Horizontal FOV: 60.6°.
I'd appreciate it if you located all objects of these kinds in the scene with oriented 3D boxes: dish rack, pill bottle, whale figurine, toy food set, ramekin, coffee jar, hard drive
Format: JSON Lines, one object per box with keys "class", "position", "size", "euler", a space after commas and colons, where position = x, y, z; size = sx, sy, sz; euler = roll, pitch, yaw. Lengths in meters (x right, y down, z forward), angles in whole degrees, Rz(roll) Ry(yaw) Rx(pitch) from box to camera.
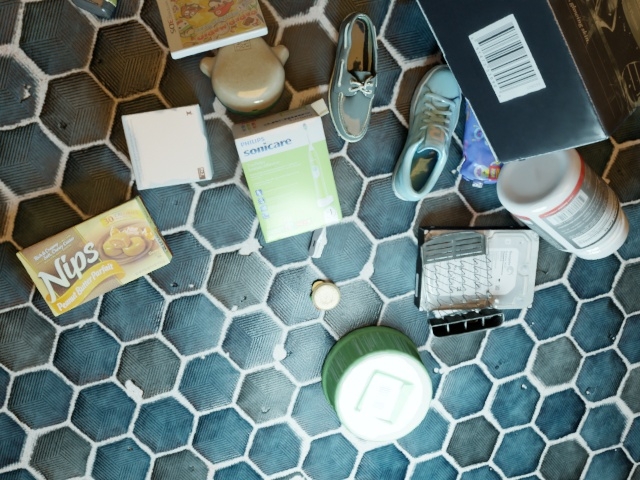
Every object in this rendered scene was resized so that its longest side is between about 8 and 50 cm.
{"class": "dish rack", "position": [0.375, 0.113, 1.475], "size": [0.208, 0.074, 0.271], "euler": [-10, 103, -7]}
{"class": "pill bottle", "position": [0.638, -0.093, 1.421], "size": [0.363, 0.210, 0.210], "euler": [28, 97, -36]}
{"class": "whale figurine", "position": [-0.183, -0.431, 1.333], "size": [0.216, 0.141, 0.272], "euler": [-13, 79, -5]}
{"class": "toy food set", "position": [0.014, 0.155, 1.522], "size": [0.083, 0.020, 0.082], "euler": [7, 101, -10]}
{"class": "ramekin", "position": [0.162, 0.406, 1.529], "size": [0.303, 0.148, 0.303], "euler": [-2, 102, -8]}
{"class": "coffee jar", "position": [-0.501, -0.613, 1.257], "size": [0.096, 0.079, 0.184], "euler": [20, 97, -14]}
{"class": "hard drive", "position": [0.440, 0.078, 1.547], "size": [0.339, 0.064, 0.236], "euler": [0, 102, -9]}

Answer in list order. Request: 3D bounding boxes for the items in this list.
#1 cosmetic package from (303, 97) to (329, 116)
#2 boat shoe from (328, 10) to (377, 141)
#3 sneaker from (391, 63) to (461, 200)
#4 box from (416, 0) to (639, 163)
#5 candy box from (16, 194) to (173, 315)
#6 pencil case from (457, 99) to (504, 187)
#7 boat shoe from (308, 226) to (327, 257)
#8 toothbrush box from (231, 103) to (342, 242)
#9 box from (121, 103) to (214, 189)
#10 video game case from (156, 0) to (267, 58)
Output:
{"class": "cosmetic package", "position": [-0.040, -0.318, 1.396], "size": [0.115, 0.060, 0.041], "euler": [-27, 106, -1]}
{"class": "boat shoe", "position": [0.086, -0.408, 1.375], "size": [0.116, 0.099, 0.319], "euler": [1, 101, -9]}
{"class": "sneaker", "position": [0.293, -0.271, 1.408], "size": [0.135, 0.150, 0.366], "euler": [11, 100, -11]}
{"class": "box", "position": [0.539, -0.512, 1.240], "size": [0.472, 0.297, 0.480], "euler": [-40, 106, -27]}
{"class": "candy box", "position": [-0.559, 0.035, 1.378], "size": [0.316, 0.087, 0.183], "euler": [-25, 104, -2]}
{"class": "pencil case", "position": [0.434, -0.296, 1.440], "size": [0.133, 0.119, 0.306], "euler": [1, 102, 2]}
{"class": "boat shoe", "position": [0.000, 0.000, 1.484], "size": [0.035, 0.035, 0.100], "euler": [12, 97, -38]}
{"class": "toothbrush box", "position": [-0.080, -0.164, 1.357], "size": [0.206, 0.122, 0.283], "euler": [-17, 121, -5]}
{"class": "box", "position": [-0.365, -0.229, 1.336], "size": [0.182, 0.119, 0.181], "euler": [-10, 102, -6]}
{"class": "video game case", "position": [-0.259, -0.540, 1.282], "size": [0.227, 0.026, 0.206], "euler": [-17, 71, -5]}
